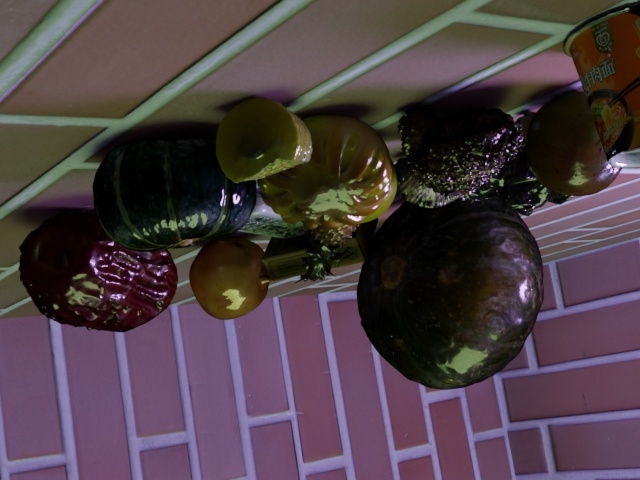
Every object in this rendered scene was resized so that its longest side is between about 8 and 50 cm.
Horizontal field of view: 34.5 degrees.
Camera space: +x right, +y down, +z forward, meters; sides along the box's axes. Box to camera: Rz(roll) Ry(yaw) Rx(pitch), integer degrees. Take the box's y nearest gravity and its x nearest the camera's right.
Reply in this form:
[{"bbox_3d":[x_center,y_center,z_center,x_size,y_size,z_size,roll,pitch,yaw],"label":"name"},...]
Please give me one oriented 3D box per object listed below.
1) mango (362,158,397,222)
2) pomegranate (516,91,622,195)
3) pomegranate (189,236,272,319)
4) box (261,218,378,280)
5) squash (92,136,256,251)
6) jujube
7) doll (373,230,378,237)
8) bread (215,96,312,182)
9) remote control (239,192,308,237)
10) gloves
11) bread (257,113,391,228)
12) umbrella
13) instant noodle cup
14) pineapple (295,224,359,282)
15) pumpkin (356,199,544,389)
[{"bbox_3d":[0.019,-0.094,1.806,0.175,0.143,0.293,2,175,-30],"label":"mango"},{"bbox_3d":[0.408,-0.169,1.709,0.180,0.180,0.210,-2,-153,-38],"label":"pomegranate"},{"bbox_3d":[-0.221,0.092,2.500,0.209,0.209,0.209,-9,171,-1],"label":"pomegranate"},{"bbox_3d":[0.000,0.000,2.321,0.240,0.071,0.159,-13,-150,25],"label":"box"},{"bbox_3d":[-0.226,-0.073,1.601,0.252,0.165,0.252,-11,174,-1],"label":"squash"},{"bbox_3d":[-0.431,0.061,2.012,0.258,0.258,0.376,-11,158,14],"label":"jujube"},{"bbox_3d":[0.187,0.004,2.784,0.094,0.079,0.180,-36,169,38],"label":"doll"},{"bbox_3d":[-0.080,-0.144,1.480,0.129,0.111,0.114,-14,174,17],"label":"bread"},{"bbox_3d":[-0.101,-0.053,2.152,0.128,0.065,0.335,-16,169,24],"label":"remote control"},{"bbox_3d":[0.221,-0.146,1.677,0.210,0.135,0.312,-7,171,-14],"label":"gloves"},{"bbox_3d":[0.006,-0.097,1.605,0.213,0.105,0.213,0,126,0],"label":"bread"},{"bbox_3d":[0.312,-0.138,1.919,0.337,0.154,0.128,11,-160,-6],"label":"umbrella"},{"bbox_3d":[0.459,-0.207,1.399,0.230,0.182,0.230,-8,171,-1],"label":"instant noodle cup"},{"bbox_3d":[0.018,-0.004,2.150,0.125,0.125,0.251,-5,139,-23],"label":"pineapple"},{"bbox_3d":[0.275,0.098,2.250,0.344,0.454,0.454,11,162,-27],"label":"pumpkin"}]
